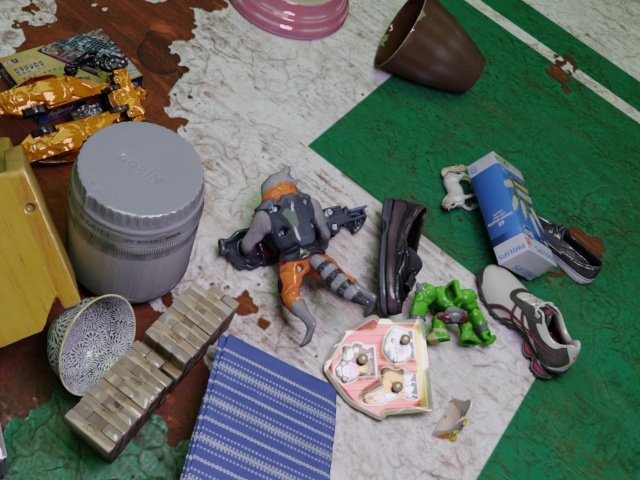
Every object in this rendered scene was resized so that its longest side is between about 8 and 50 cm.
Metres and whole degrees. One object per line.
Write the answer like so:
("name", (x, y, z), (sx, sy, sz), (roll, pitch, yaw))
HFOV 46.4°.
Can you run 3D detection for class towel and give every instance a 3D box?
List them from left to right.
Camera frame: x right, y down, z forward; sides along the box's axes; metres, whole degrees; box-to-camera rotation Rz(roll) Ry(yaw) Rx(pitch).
("towel", (-0.090, 0.317, 1.194), (0.243, 0.040, 0.336), (28, 36, -14))

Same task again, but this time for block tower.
("block tower", (-0.274, 0.210, 1.235), (0.091, 0.097, 0.335), (35, 50, 7))

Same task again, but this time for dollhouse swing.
("dollhouse swing", (-0.609, 0.015, 1.222), (0.346, 0.305, 0.315), (-22, 102, -14))

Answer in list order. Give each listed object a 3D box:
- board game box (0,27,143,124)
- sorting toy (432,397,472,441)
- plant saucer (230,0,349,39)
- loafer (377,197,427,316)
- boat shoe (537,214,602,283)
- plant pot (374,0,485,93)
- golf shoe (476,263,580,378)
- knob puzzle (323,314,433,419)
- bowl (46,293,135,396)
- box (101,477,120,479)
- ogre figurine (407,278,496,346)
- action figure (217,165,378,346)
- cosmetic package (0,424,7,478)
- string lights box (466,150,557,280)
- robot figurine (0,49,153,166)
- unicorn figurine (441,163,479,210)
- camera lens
("board game box", (-0.523, -0.350, 1.574), (0.243, 0.042, 0.165), (-30, 70, -34))
("sorting toy", (0.250, 0.321, 1.355), (0.044, 0.075, 0.083), (35, 52, 7))
("plant saucer", (-0.077, -0.662, 1.934), (0.331, 0.084, 0.332), (10, 53, -13))
("loafer", (0.166, 0.023, 1.493), (0.095, 0.109, 0.303), (-1, 44, 9))
("boat shoe", (0.539, 0.001, 1.688), (0.080, 0.076, 0.228), (-32, 72, -35))
("plant pot", (0.292, -0.473, 1.874), (0.230, 0.215, 0.216), (28, 50, -17))
("golf shoe", (0.429, 0.144, 1.522), (0.105, 0.120, 0.273), (-20, 63, -29))
("knob puzzle", (0.103, 0.228, 1.361), (0.213, 0.030, 0.213), (1, 71, -3))
("bowl", (-0.385, 0.158, 1.207), (0.080, 0.170, 0.170), (16, 47, 24))
("box", (-0.372, 0.417, 1.090), (0.162, 0.029, 0.116), (-1, 58, -19))
("ogre figurine", (0.255, 0.145, 1.473), (0.196, 0.097, 0.118), (1, 67, -6))
("action figure", (0.000, 0.000, 1.436), (0.341, 0.178, 0.330), (-24, 76, -29))
("cosmetic package", (-0.579, 0.298, 1.053), (0.237, 0.107, 0.127), (-10, 63, -29))
("string lights box", (0.417, -0.054, 1.643), (0.133, 0.076, 0.260), (23, 44, -43))
("robot figurine", (-0.477, -0.253, 1.467), (0.290, 0.085, 0.211), (-24, 98, -33))
("unicorn figurine", (0.316, -0.109, 1.705), (0.111, 0.060, 0.162), (0, 40, -19))
("camera lens", (-0.318, -0.039, 1.277), (0.219, 0.274, 0.220), (10, 53, -13))
